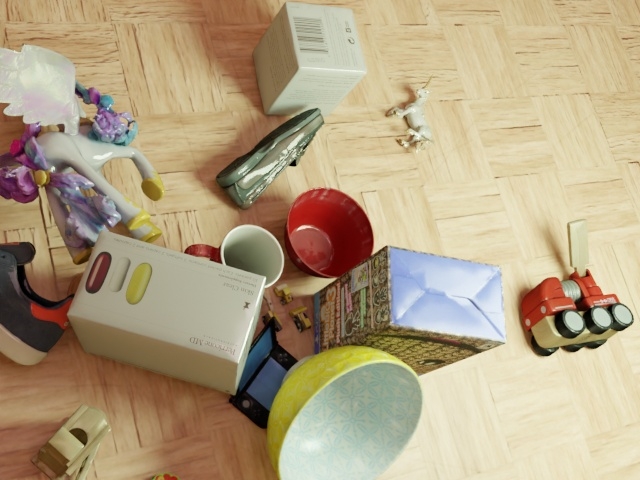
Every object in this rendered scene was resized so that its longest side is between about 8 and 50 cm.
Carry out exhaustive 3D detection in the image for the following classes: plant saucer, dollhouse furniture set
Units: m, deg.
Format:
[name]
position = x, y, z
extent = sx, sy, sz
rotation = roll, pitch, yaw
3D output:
[plant saucer]
position = -0.383, 0.091, 1.454
extent = 0.083, 0.013, 0.083
rotation = 10, 65, -23
[dollhouse furniture set]
position = -0.325, 0.329, 1.284
extent = 0.161, 0.182, 0.101
rotation = 44, 57, -4

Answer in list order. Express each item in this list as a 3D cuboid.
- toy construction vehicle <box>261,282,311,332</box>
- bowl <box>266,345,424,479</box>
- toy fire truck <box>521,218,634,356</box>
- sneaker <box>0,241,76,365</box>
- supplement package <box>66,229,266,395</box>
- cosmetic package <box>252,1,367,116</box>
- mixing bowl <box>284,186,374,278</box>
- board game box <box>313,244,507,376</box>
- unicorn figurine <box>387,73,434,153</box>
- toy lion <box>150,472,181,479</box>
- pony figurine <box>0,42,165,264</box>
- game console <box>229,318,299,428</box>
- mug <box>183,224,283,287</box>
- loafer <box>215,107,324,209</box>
[toy construction vehicle]
position = -0.066, 0.128, 1.587
extent = 0.086, 0.035, 0.098
rotation = -19, 79, -32
[bowl]
position = 0.018, 0.283, 1.473
extent = 0.289, 0.289, 0.156
rotation = -9, 33, -30
[toy fire truck]
position = 0.535, 0.098, 1.852
extent = 0.217, 0.158, 0.246
rotation = -4, 60, -28
[sneaker]
position = -0.527, 0.032, 1.315
extent = 0.350, 0.131, 0.148
rotation = 41, 86, -17
[supplement package]
position = -0.234, 0.119, 1.348
extent = 0.262, 0.204, 0.145
rotation = 16, 66, -1
[cosmetic package]
position = -0.026, -0.355, 1.719
extent = 0.151, 0.183, 0.151
rotation = -2, 71, -27
[mixing bowl]
position = 0.000, 0.000, 1.636
extent = 0.181, 0.098, 0.181
rotation = 11, 65, -24
[board game box]
position = 0.150, 0.136, 1.541
extent = 0.232, 0.291, 0.141
rotation = 10, 66, -23
[unicorn figurine]
position = 0.206, -0.271, 1.886
extent = 0.111, 0.060, 0.162
rotation = -16, 94, -32
[toy lion]
position = -0.246, 0.427, 1.377
extent = 0.100, 0.034, 0.096
rotation = 49, 49, -2
[pony figurine]
position = -0.431, -0.144, 1.406
extent = 0.363, 0.303, 0.351
rotation = 54, 25, 6
[game console]
position = -0.090, 0.233, 1.502
extent = 0.124, 0.085, 0.144
rotation = 41, 58, -6
[mug]
position = -0.161, 0.044, 1.494
extent = 0.150, 0.169, 0.113
rotation = 39, 58, -7
[loafer]
position = -0.086, -0.160, 1.677
extent = 0.267, 0.096, 0.084
rotation = -40, 110, -27
